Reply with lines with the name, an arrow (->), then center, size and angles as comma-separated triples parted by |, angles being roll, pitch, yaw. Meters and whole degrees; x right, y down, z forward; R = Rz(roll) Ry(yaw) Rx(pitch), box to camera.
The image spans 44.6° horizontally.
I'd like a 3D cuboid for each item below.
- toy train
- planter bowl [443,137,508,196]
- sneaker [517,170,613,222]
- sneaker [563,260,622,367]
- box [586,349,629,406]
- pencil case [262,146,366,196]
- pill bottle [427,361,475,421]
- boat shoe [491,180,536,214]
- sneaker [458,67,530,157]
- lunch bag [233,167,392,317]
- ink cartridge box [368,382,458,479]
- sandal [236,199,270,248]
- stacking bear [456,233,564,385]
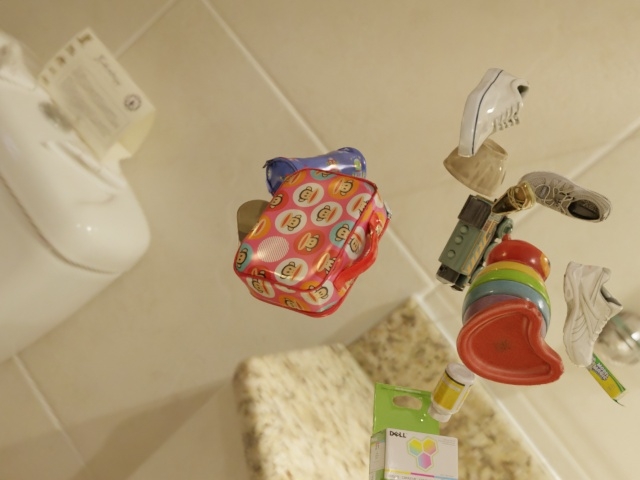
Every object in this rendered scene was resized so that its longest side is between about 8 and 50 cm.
toy train -> 0.483, 0.006, 2.489 | 0.190, 0.333, 0.142 | 19, 12, -48
planter bowl -> 0.412, -0.202, 2.000 | 0.162, 0.109, 0.162 | 26, 26, -14
sneaker -> 0.712, -0.128, 2.282 | 0.281, 0.105, 0.115 | 19, 23, 16
sneaker -> 0.569, 0.160, 1.631 | 0.090, 0.115, 0.232 | -31, 119, -59
box -> 0.649, 0.306, 1.802 | 0.179, 0.043, 0.105 | 56, 14, 25
pencil case -> -0.013, -0.164, 1.974 | 0.306, 0.133, 0.119 | -16, 94, -50
pill bottle -> 0.265, 0.313, 1.598 | 0.065, 0.116, 0.065 | 20, 22, -8
boat shoe -> 0.388, -0.080, 1.574 | 0.153, 0.048, 0.056 | 136, -67, -81
sneaker -> 0.317, -0.235, 1.410 | 0.091, 0.258, 0.094 | 15, -43, 20
lunch bag -> 0.000, 0.000, 1.509 | 0.258, 0.293, 0.120 | 14, -32, 35
ink cartridge box -> 0.220, 0.463, 1.844 | 0.189, 0.097, 0.255 | 12, 64, -16
sandal -> -0.158, -0.011, 1.805 | 0.088, 0.079, 0.240 | 9, 28, -4
stacking bear -> 0.343, 0.103, 1.404 | 0.175, 0.164, 0.289 | 60, 32, -24
